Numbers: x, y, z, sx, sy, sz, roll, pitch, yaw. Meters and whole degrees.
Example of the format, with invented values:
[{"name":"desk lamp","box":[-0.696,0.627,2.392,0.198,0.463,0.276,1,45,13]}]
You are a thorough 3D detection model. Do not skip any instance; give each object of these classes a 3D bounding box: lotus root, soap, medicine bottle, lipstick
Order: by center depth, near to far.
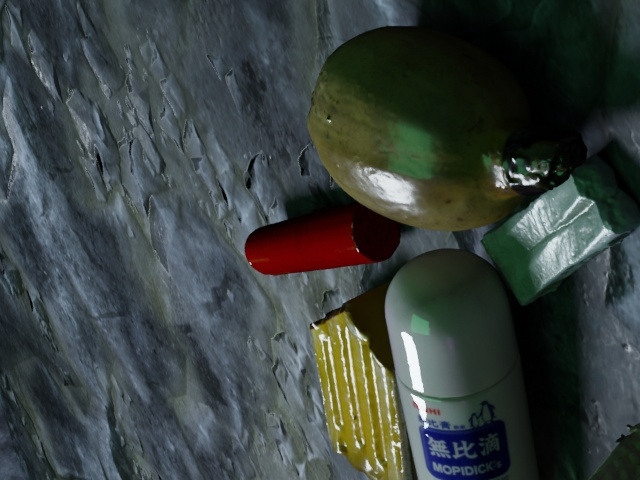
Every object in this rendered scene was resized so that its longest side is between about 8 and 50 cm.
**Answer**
[{"name":"lotus root","box":[0.117,-0.096,1.643,0.310,0.183,0.183,24,135,44]},{"name":"medicine bottle","box":[0.148,0.159,1.835,0.130,0.130,0.341,33,144,46]},{"name":"lipstick","box":[-0.001,0.000,2.050,0.280,0.073,0.073,-11,105,62]},{"name":"soap","box":[0.065,0.160,2.066,0.160,0.080,0.257,33,141,44]}]

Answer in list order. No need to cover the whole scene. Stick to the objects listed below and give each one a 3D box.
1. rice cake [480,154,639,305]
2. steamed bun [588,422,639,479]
[{"name":"rice cake","box":[0.221,-0.007,1.663,0.085,0.040,0.226,60,155,7]},{"name":"steamed bun","box":[0.328,0.284,1.468,0.275,0.320,0.206,-10,109,31]}]
